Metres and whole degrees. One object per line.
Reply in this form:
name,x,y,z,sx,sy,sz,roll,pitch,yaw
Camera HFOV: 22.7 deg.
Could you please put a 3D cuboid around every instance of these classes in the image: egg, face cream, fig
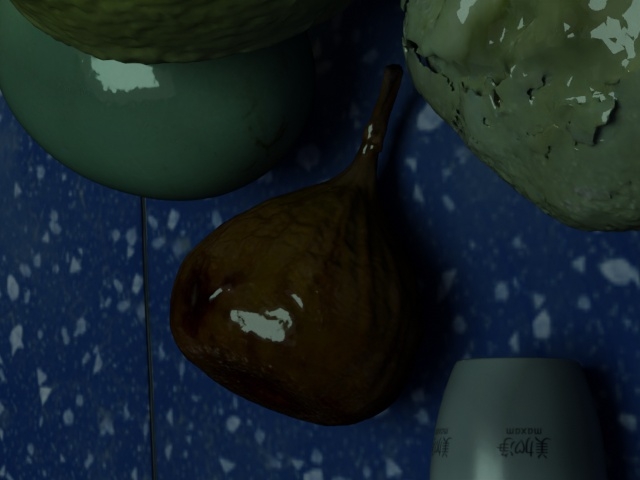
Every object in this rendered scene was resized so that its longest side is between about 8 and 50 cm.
egg,-0.101,-0.111,0.961,0.231,0.168,0.168,27,111,38
face cream,0.101,0.109,0.815,0.091,0.091,0.095,-8,79,46
fig,0.000,0.000,0.913,0.146,0.134,0.201,11,78,17

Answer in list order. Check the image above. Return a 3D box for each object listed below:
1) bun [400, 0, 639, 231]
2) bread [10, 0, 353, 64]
bun,0.137,-0.123,0.695,0.239,0.141,0.239,-27,43,28
bread,-0.064,-0.256,0.802,0.320,0.320,0.237,52,168,31
